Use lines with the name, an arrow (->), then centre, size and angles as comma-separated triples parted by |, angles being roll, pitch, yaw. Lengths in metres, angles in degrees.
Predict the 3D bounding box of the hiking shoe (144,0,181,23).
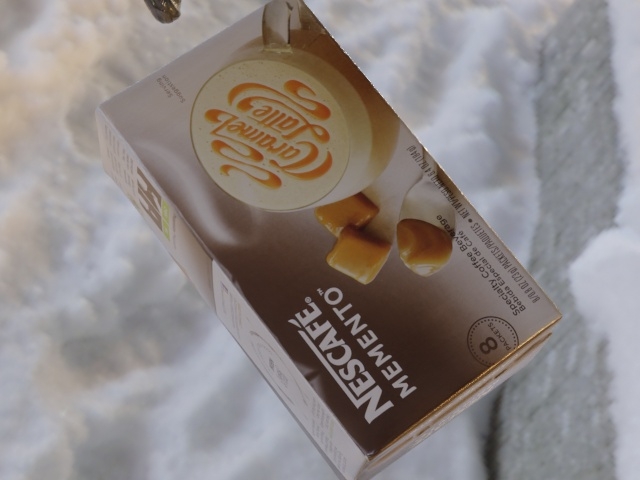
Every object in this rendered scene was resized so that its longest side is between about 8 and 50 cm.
hiking shoe -> -0.163, -0.372, 1.756 | 0.086, 0.114, 0.227 | 44, 44, -66

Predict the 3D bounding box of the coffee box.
coffee box -> 0.000, 0.000, 0.828 | 0.141, 0.098, 0.246 | -33, 76, -16
